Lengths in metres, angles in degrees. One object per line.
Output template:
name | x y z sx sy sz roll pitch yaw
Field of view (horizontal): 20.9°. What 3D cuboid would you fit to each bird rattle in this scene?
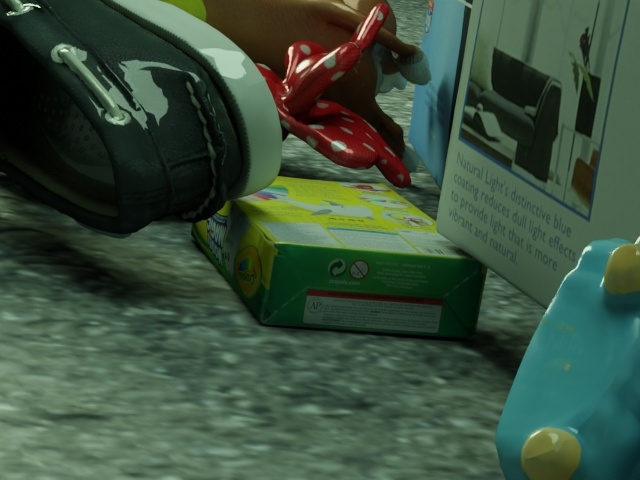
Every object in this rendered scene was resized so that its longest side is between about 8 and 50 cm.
bird rattle | -0.085 -0.068 0.994 0.253 0.143 0.207 26 37 35

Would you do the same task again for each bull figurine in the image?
bull figurine | -0.059 -0.143 1.167 0.310 0.101 0.188 24 -11 38

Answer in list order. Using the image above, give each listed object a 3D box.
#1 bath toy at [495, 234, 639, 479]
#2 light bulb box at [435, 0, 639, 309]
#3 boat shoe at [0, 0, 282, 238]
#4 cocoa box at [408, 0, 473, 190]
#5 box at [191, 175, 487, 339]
bath toy | 0.219 0.085 0.444 0.348 0.151 0.129 21 -19 42
light bulb box | 0.273 -0.137 0.724 0.358 0.361 0.225 0 19 -25
boat shoe | -0.149 -0.087 0.846 0.091 0.114 0.302 -26 33 -35
cocoa box | 0.197 -0.130 1.144 0.231 0.228 0.347 7 12 -4
box | 0.000 0.000 0.843 0.105 0.043 0.179 5 15 -17
